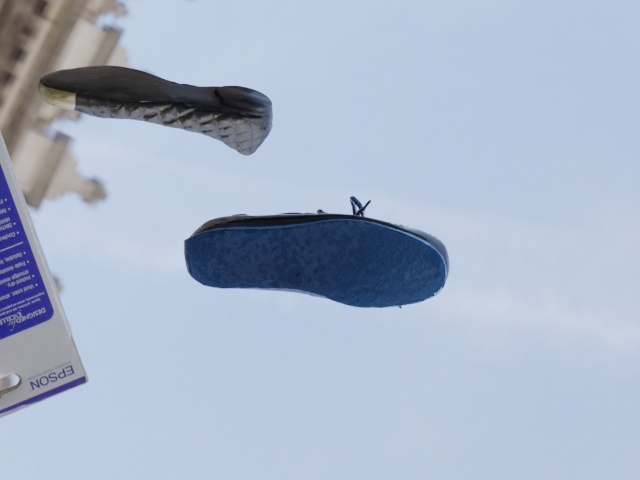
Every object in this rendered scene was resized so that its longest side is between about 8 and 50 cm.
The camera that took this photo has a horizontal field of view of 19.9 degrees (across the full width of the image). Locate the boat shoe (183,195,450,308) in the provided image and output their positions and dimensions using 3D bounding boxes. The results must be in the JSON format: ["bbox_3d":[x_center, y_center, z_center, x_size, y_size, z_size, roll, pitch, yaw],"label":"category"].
[{"bbox_3d":[0.000,0.000,1.759,0.258,0.089,0.109,10,-69,11],"label":"boat shoe"}]

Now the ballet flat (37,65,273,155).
[{"bbox_3d":[-0.115,-0.090,1.289,0.057,0.173,0.049,-114,-143,-55],"label":"ballet flat"}]

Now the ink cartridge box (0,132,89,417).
[{"bbox_3d":[-0.310,-0.006,1.429,0.165,0.332,0.065,-21,-153,-13],"label":"ink cartridge box"}]
